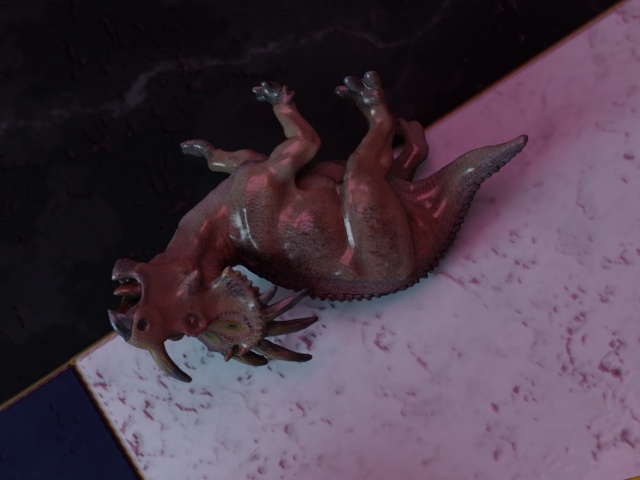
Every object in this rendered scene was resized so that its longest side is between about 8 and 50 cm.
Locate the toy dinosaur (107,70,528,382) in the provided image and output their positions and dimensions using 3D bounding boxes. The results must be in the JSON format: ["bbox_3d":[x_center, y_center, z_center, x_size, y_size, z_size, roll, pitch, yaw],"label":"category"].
[{"bbox_3d":[0.000,0.000,1.296,0.296,0.127,0.200,-5,72,-3],"label":"toy dinosaur"}]

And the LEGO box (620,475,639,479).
[{"bbox_3d":[0.344,0.296,1.035,0.500,0.193,0.372,-16,63,4],"label":"LEGO box"}]
